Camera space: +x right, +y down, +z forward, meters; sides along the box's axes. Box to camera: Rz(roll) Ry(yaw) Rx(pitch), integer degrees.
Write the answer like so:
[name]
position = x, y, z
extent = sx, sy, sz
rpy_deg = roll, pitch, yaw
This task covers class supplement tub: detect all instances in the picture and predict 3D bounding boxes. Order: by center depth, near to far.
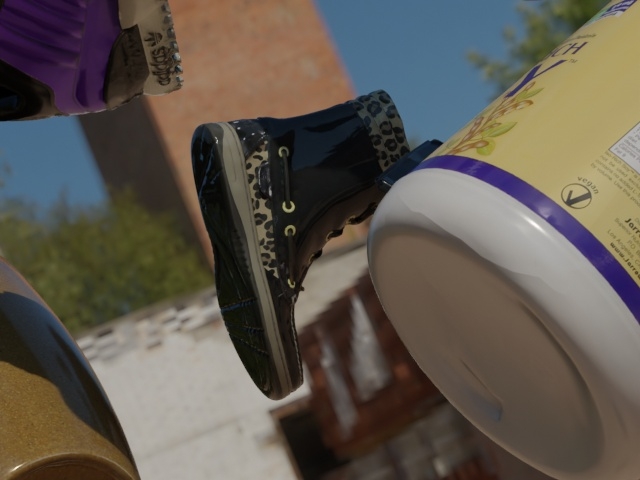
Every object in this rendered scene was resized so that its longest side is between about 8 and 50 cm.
[supplement tub]
position = 0.221, -0.027, 1.227
extent = 0.331, 0.241, 0.241
rpy_deg = -40, -2, -22

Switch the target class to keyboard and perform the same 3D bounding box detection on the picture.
[keyboard]
position = 0.103, -0.032, 1.501
extent = 0.038, 0.100, 0.192
rpy_deg = -68, -11, 19

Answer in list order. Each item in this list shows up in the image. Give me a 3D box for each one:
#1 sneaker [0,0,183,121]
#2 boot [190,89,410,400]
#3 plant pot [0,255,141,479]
[sneaker]
position = -0.162, -0.151, 0.975
extent = 0.146, 0.102, 0.293
rpy_deg = -17, -33, -6
[boot]
position = 0.001, -0.001, 1.568
extent = 0.179, 0.236, 0.085
rpy_deg = -18, 11, -25
[plant pot]
position = -0.212, 0.136, 1.139
extent = 0.237, 0.237, 0.254
rpy_deg = -18, 24, -29
